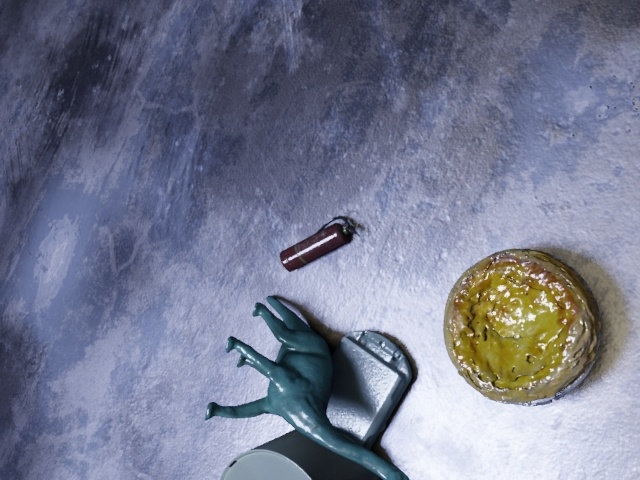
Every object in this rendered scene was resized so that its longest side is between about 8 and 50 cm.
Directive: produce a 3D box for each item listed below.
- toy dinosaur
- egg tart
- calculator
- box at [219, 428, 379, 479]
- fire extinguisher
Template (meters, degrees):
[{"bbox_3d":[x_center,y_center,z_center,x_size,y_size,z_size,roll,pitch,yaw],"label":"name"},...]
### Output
[{"bbox_3d":[0.013,0.230,1.086,0.330,0.383,0.129,18,118,6],"label":"toy dinosaur"},{"bbox_3d":[0.296,0.127,0.997,0.234,0.094,0.234,-8,74,31],"label":"egg tart"},{"bbox_3d":[0.051,0.270,1.126,0.141,0.045,0.246,31,94,32],"label":"calculator"},{"bbox_3d":[-0.030,0.415,1.043,0.226,0.149,0.226,2,94,35],"label":"box"},{"bbox_3d":[0.000,0.000,1.228,0.157,0.045,0.078,-28,43,22],"label":"fire extinguisher"}]
